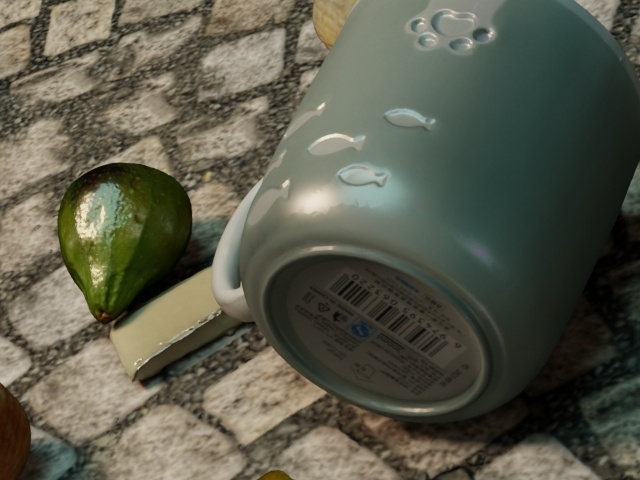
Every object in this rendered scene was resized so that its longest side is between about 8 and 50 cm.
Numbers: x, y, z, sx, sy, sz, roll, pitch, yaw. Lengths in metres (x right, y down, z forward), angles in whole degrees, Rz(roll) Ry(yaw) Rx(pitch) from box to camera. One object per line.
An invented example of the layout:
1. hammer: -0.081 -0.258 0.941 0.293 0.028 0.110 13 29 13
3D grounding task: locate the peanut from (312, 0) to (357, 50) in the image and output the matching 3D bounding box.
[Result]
1. peanut: 0.051 -0.196 1.848 0.087 0.087 0.206 -30 34 -6

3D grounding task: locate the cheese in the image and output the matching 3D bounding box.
1. cheese: 0.000 0.001 1.673 0.400 0.034 0.085 -29 31 -6

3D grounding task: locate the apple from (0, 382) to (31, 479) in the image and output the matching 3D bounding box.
1. apple: -0.310 0.162 1.565 0.146 0.146 0.131 0 37 32

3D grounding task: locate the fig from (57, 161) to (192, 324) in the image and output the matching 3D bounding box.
1. fig: -0.173 0.009 1.710 0.123 0.123 0.156 -15 56 15

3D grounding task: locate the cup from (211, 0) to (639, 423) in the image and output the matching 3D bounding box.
1. cup: 0.049 -0.018 1.488 0.357 0.259 0.274 -14 36 40

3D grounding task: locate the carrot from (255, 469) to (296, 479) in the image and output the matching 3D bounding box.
1. carrot: -0.075 0.240 1.372 0.173 0.082 0.082 -34 35 -24
